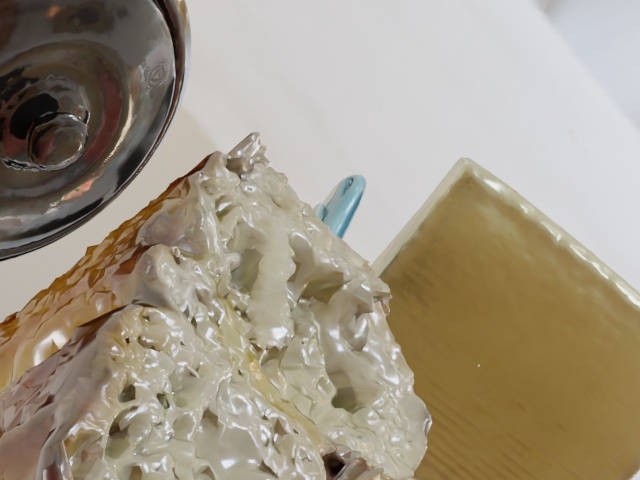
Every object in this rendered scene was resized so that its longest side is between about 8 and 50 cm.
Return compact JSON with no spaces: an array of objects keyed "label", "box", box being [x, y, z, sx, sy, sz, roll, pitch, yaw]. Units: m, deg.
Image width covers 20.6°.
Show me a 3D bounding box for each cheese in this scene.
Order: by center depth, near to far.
[{"label":"cheese","box":[0.148,0.104,1.452,0.265,0.124,0.242,39,-85,-4]}]

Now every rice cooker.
[{"label":"rice cooker","box":[-0.213,-0.117,1.073,0.280,0.241,0.227,-50,-127,7]}]

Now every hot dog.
[{"label":"hot dog","box":[-0.136,0.168,0.723,0.365,0.367,0.196,-34,-77,23]}]

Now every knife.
[{"label":"knife","box":[0.000,0.000,1.362,0.031,0.222,0.064,40,-66,-8]}]
